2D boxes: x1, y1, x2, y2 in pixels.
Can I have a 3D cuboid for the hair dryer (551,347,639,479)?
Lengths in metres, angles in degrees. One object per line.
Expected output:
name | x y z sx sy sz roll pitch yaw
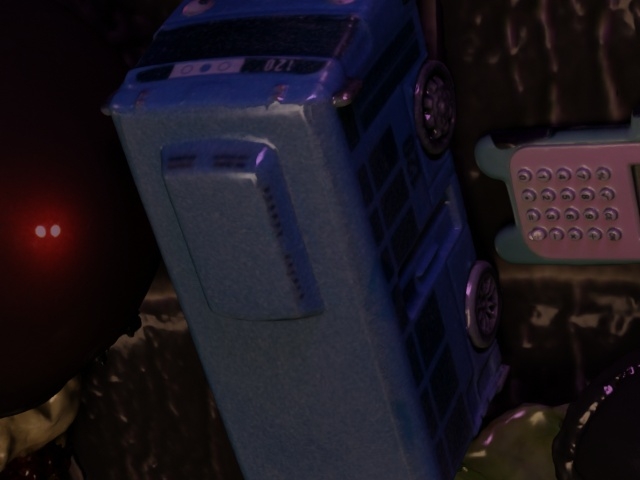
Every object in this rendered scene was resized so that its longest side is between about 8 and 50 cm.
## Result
hair dryer | 0.214 0.043 0.573 0.197 0.089 0.251 38 112 49

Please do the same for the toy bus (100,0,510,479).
toy bus | 0.000 0.000 0.669 0.116 0.133 0.234 1 125 28

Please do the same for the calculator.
calculator | 0.138 -0.019 0.661 0.141 0.019 0.094 -1 121 28

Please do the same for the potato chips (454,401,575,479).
potato chips | 0.175 0.259 0.800 0.389 0.097 0.373 40 135 3

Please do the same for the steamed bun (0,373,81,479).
steamed bun | -0.214 0.109 0.876 0.172 0.141 0.155 38 119 -7

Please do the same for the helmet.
helmet | -0.168 -0.023 0.698 0.193 0.189 0.216 -25 113 17
